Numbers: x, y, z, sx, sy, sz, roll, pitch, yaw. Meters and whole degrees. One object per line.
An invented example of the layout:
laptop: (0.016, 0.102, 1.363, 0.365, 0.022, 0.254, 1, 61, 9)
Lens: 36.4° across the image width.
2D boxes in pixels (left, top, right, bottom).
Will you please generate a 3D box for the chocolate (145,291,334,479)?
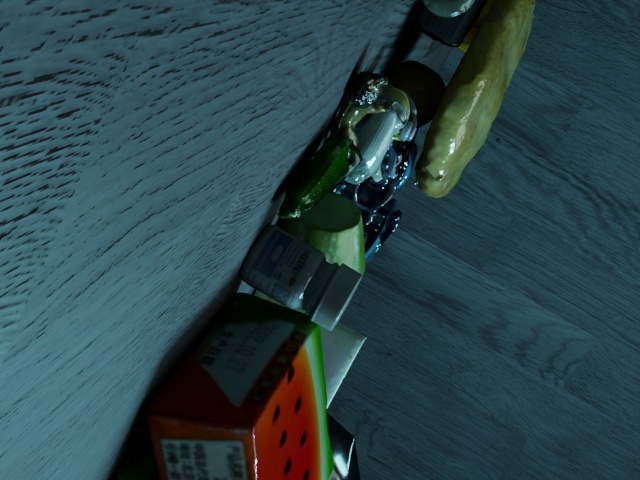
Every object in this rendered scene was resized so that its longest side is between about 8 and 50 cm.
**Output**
chocolate: (-0.105, 0.316, 1.502, 0.341, 0.161, 0.360, -55, 144, -58)

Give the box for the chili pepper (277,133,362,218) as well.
chili pepper: (-0.011, -0.088, 1.495, 0.108, 0.062, 0.216, -53, 175, 39)

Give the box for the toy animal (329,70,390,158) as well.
toy animal: (0.055, -0.194, 1.562, 0.086, 0.069, 0.220, -31, 153, -42)

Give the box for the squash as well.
squash: (0.000, 0.000, 1.639, 0.170, 0.170, 0.123, -55, 159, -51)

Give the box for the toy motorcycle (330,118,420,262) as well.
toy motorcycle: (0.091, -0.098, 1.971, 0.232, 0.172, 0.416, -65, 180, -45)

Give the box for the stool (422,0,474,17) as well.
stool: (0.216, -0.427, 1.661, 0.096, 0.096, 0.110, -61, -178, 10)

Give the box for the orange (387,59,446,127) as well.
orange: (0.178, -0.290, 1.957, 0.156, 0.134, 0.156, -19, -172, 3)

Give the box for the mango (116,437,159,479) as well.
mango: (-0.253, 0.365, 1.450, 0.119, 0.100, 0.178, 113, 3, -48)

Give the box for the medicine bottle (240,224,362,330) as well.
medicine bottle: (-0.031, 0.056, 1.508, 0.105, 0.168, 0.105, -60, 176, -7)

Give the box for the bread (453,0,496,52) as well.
bread: (0.391, -0.567, 2.228, 0.294, 0.166, 0.132, -59, 175, -8)

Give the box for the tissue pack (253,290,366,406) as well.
tissue pack: (-0.058, 0.211, 1.825, 0.185, 0.225, 0.124, -59, 175, -15)

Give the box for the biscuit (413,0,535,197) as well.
biscuit: (0.309, -0.288, 1.899, 0.446, 0.104, 0.429, -60, 171, -29)

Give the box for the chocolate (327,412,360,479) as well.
chocolate: (-0.148, 0.505, 1.933, 0.331, 0.383, 0.384, -54, 173, -38)

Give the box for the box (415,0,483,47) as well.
box: (0.314, -0.553, 1.838, 0.190, 0.112, 0.370, -54, 172, -45)

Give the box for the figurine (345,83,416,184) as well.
figurine: (0.088, -0.176, 1.683, 0.184, 0.128, 0.208, -61, -176, -22)
